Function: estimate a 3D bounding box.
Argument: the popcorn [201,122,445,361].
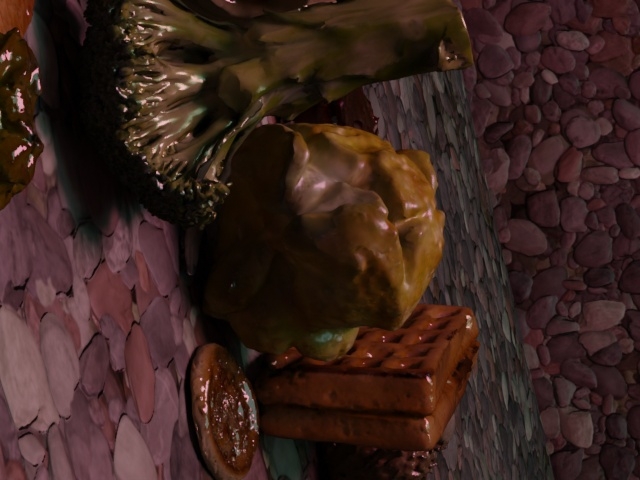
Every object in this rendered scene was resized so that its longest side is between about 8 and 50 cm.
[{"bbox_3d":[0.002,0.005,1.696,0.226,0.276,0.276,8,69,-42],"label":"popcorn"}]

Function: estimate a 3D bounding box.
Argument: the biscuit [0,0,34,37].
[{"bbox_3d":[-0.278,-0.254,1.295,0.144,0.033,0.224,27,55,-74],"label":"biscuit"}]

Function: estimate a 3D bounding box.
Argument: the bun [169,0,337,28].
[{"bbox_3d":[-0.066,-0.312,1.552,0.364,0.364,0.202,60,27,-52],"label":"bun"}]

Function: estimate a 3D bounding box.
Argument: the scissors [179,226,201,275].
[{"bbox_3d":[-0.133,-0.080,1.730,0.109,0.022,0.300,57,28,-47],"label":"scissors"}]

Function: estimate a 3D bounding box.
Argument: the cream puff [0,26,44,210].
[{"bbox_3d":[-0.249,-0.079,1.135,0.146,0.116,0.146,-14,90,-76],"label":"cream puff"}]

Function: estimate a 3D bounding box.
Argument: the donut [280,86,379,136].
[{"bbox_3d":[0.022,-0.113,2.160,0.270,0.103,0.269,-11,90,-77],"label":"donut"}]

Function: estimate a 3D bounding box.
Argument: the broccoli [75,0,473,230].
[{"bbox_3d":[-0.045,-0.137,1.476,0.221,0.362,0.252,-108,-157,-75],"label":"broccoli"}]

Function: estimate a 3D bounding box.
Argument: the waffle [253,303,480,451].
[{"bbox_3d":[0.065,0.153,1.903,0.328,0.224,0.098,-39,131,-71],"label":"waffle"}]

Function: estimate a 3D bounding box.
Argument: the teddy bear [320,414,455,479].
[{"bbox_3d":[0.078,0.336,1.967,0.267,0.156,0.256,107,-13,-46],"label":"teddy bear"}]

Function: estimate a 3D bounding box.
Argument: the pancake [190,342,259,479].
[{"bbox_3d":[-0.100,0.181,1.659,0.158,0.028,0.158,-10,90,-72],"label":"pancake"}]
